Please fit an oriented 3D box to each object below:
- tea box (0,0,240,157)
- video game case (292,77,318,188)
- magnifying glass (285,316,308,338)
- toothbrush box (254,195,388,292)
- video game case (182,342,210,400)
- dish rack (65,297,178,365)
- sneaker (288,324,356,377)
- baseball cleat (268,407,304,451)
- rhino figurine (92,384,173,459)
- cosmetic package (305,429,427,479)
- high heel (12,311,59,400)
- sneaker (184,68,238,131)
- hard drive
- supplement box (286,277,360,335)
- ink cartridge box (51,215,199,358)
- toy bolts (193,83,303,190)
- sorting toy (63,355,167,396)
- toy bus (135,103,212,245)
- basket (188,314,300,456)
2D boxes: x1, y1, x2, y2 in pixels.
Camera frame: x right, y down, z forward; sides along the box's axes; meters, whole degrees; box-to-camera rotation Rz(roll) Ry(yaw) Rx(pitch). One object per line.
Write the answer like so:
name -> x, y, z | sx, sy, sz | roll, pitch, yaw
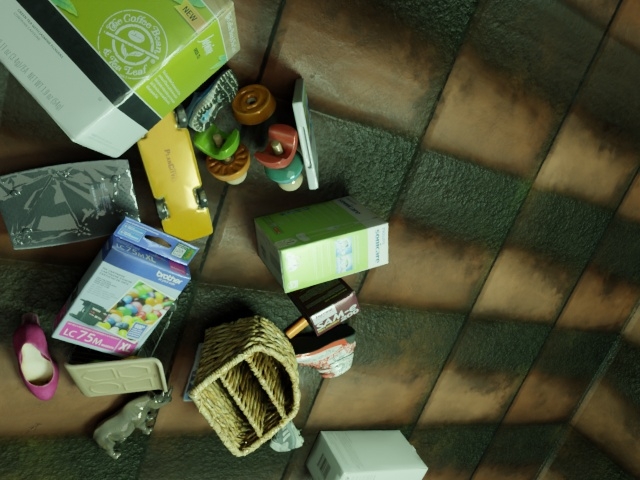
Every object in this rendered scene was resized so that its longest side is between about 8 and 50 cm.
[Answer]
tea box -> -0.361, -0.372, 0.819 | 0.323, 0.220, 0.329 | -43, 96, -3
video game case -> -0.033, -0.246, 1.128 | 0.023, 0.212, 0.194 | -8, 120, 5
magnifying glass -> -0.006, 0.206, 1.470 | 0.231, 0.026, 0.092 | -38, 125, -5
toothbrush box -> 0.000, 0.000, 1.261 | 0.283, 0.206, 0.122 | -16, 120, -20
video game case -> -0.273, 0.378, 1.422 | 0.201, 0.023, 0.184 | 11, 108, -31
dish rack -> -0.484, 0.220, 1.211 | 0.208, 0.074, 0.272 | 20, 105, -31
sneaker -> -0.012, 0.357, 1.493 | 0.269, 0.090, 0.145 | -11, 117, -29
baseball cleat -> -0.125, 0.604, 1.578 | 0.109, 0.072, 0.206 | -26, 119, -5
rhino figurine -> -0.491, 0.467, 1.325 | 0.243, 0.073, 0.106 | -39, 128, -7
cosmetic package -> 0.162, 0.782, 1.734 | 0.365, 0.197, 0.155 | 14, 107, -30
high heel -> -0.644, 0.290, 1.133 | 0.082, 0.117, 0.244 | -3, 115, -26
sneaker -> -0.243, -0.312, 1.072 | 0.162, 0.073, 0.063 | -54, 151, -18
hard drive -> -0.524, -0.083, 1.049 | 0.254, 0.054, 0.172 | -13, 119, -21
supplement box -> -0.012, 0.129, 1.297 | 0.130, 0.239, 0.073 | -28, 123, -11
ink cartridge box -> -0.420, 0.112, 1.086 | 0.185, 0.065, 0.311 | 29, 105, -34
toy bolts -> -0.127, -0.208, 1.121 | 0.218, 0.228, 0.158 | -58, 157, -19
sorting toy -> -0.473, 0.317, 1.175 | 0.208, 0.038, 0.193 | 1, 145, -11
toy bus -> -0.322, -0.155, 1.069 | 0.108, 0.130, 0.333 | -18, 121, -17
basket -> -0.168, 0.376, 1.288 | 0.213, 0.223, 0.299 | -15, 123, 9
